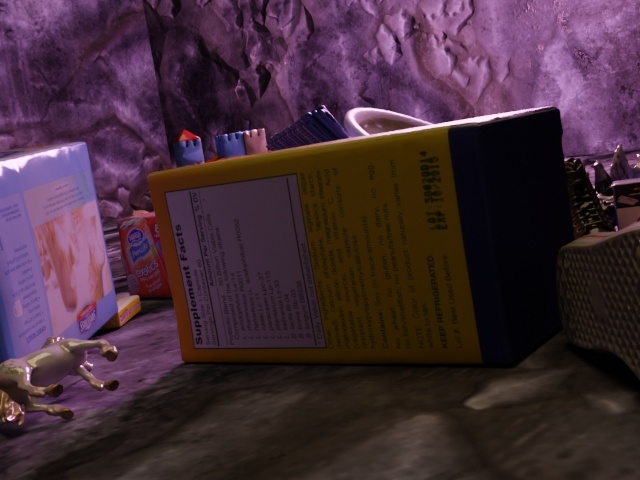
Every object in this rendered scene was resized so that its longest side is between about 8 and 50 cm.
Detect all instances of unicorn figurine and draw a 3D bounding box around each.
[{"bbox_3d":[-0.233,0.115,0.795,0.111,0.060,0.162,10,6,34],"label":"unicorn figurine"}]

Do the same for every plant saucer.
[{"bbox_3d":[0.216,-0.116,1.611,0.401,0.100,0.400,20,20,-7],"label":"plant saucer"}]

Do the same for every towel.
[{"bbox_3d":[0.033,-0.126,1.576,0.040,0.243,0.336,-52,11,-11],"label":"towel"}]

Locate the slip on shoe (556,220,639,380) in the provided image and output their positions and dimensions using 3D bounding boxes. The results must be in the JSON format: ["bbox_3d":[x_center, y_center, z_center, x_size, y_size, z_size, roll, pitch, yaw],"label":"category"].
[{"bbox_3d":[0.244,0.041,0.580,0.101,0.123,0.331,-5,2,0],"label":"slip on shoe"}]

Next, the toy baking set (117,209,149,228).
[{"bbox_3d":[-0.287,0.004,1.730,0.197,0.030,0.256,-4,33,-20],"label":"toy baking set"}]

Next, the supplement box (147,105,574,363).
[{"bbox_3d":[0.040,-0.002,0.856,0.357,0.194,0.195,-4,8,34],"label":"supplement box"}]

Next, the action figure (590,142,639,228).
[{"bbox_3d":[0.365,-0.064,1.216,0.164,0.140,0.276,-6,10,35],"label":"action figure"}]

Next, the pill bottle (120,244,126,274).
[{"bbox_3d":[-0.265,0.020,1.576,0.160,0.087,0.087,-13,7,-26],"label":"pill bottle"}]

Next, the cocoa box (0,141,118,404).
[{"bbox_3d":[-0.386,0.029,0.959,0.228,0.231,0.347,-8,10,5],"label":"cocoa box"}]

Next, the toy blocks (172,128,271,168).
[{"bbox_3d":[-0.167,-0.126,1.953,0.381,0.260,0.191,-12,7,-24],"label":"toy blocks"}]

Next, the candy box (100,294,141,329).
[{"bbox_3d":[-0.354,0.108,1.195,0.206,0.027,0.105,-8,6,5],"label":"candy box"}]

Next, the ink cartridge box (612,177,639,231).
[{"bbox_3d":[0.437,-0.031,0.993,0.207,0.097,0.046,-6,7,19],"label":"ink cartridge box"}]

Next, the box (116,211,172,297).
[{"bbox_3d":[-0.180,0.004,1.423,0.123,0.128,0.257,-4,8,40],"label":"box"}]

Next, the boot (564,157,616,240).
[{"bbox_3d":[0.294,-0.029,0.995,0.077,0.137,0.198,-10,7,-7],"label":"boot"}]
